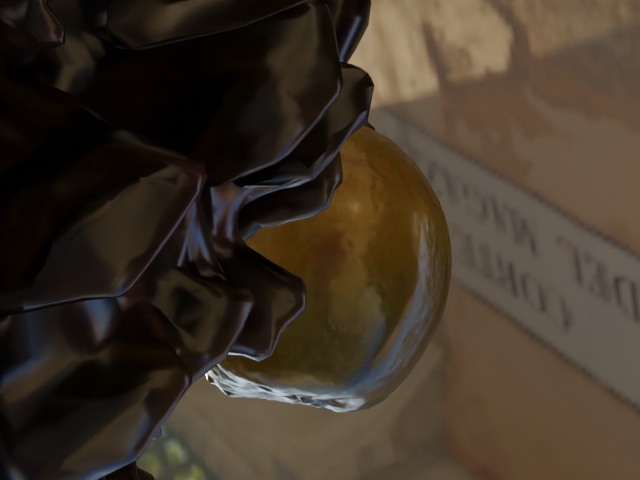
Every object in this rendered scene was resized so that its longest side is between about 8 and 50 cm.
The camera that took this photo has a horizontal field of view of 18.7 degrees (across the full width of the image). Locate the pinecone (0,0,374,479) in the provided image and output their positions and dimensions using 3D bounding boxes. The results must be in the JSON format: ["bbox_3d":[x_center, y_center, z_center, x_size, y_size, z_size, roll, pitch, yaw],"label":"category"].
[{"bbox_3d":[-0.166,-0.034,0.695,0.397,0.398,0.398,-10,-150,6],"label":"pinecone"}]

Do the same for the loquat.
[{"bbox_3d":[0.000,0.000,1.407,0.213,0.213,0.246,4,-106,27],"label":"loquat"}]
